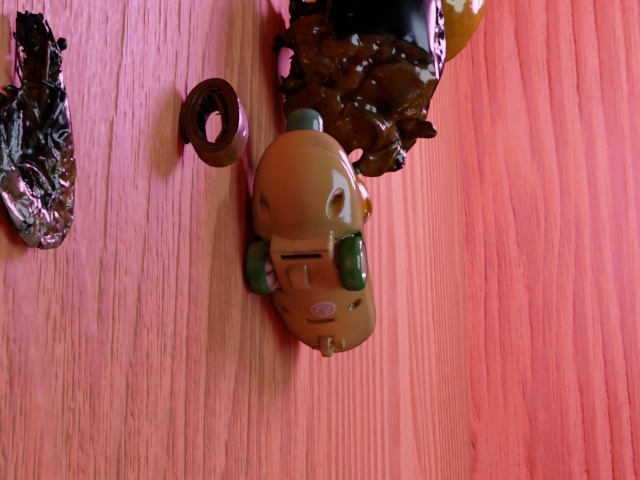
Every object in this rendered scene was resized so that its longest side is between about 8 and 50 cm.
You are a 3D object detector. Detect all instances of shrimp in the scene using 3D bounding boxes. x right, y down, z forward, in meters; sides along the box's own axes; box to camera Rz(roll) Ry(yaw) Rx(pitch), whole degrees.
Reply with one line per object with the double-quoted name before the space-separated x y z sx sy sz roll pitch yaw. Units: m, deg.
"shrimp" -0.188 -0.073 0.826 0.091 0.034 0.161 -19 105 -75

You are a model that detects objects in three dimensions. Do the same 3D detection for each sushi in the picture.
"sushi" 0.049 -0.202 1.487 0.213 0.200 0.204 70 21 -59

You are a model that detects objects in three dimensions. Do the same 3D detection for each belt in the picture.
"belt" -0.098 -0.108 1.155 0.036 0.059 0.083 65 14 -58

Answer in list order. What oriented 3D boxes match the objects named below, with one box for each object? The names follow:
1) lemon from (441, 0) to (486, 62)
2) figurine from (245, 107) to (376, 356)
"lemon" 0.127 -0.362 1.793 0.263 0.235 0.236 -41 127 -56
"figurine" 0.000 0.000 1.416 0.324 0.124 0.222 73 15 -53
